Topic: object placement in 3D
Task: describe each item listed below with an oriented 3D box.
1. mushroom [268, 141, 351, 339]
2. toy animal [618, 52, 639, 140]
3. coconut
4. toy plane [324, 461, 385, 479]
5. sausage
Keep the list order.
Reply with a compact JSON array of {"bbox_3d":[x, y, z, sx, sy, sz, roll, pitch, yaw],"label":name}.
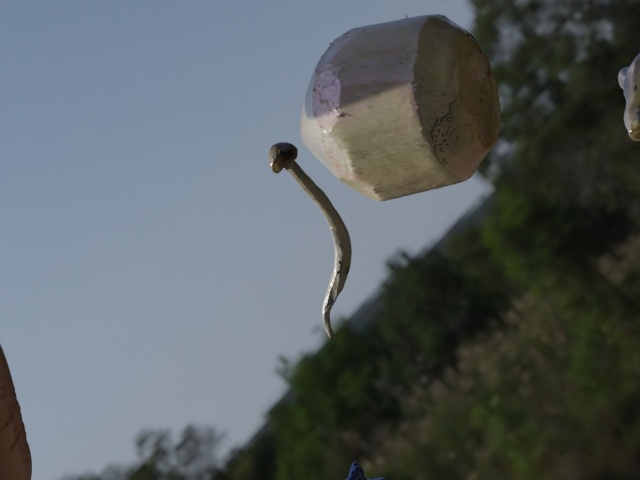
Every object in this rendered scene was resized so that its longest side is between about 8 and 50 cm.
[{"bbox_3d":[0.000,-0.002,2.533,0.068,0.306,0.043,-8,33,19],"label":"mushroom"},{"bbox_3d":[0.367,-0.186,1.807,0.233,0.121,0.168,-56,33,37],"label":"toy animal"},{"bbox_3d":[0.064,-0.122,1.747,0.183,0.171,0.171,-7,15,26],"label":"coconut"},{"bbox_3d":[0.003,0.249,1.810,0.054,0.062,0.167,-13,11,35],"label":"toy plane"},{"bbox_3d":[-0.309,0.151,1.712,0.086,0.086,0.289,-44,-22,-23],"label":"sausage"}]
